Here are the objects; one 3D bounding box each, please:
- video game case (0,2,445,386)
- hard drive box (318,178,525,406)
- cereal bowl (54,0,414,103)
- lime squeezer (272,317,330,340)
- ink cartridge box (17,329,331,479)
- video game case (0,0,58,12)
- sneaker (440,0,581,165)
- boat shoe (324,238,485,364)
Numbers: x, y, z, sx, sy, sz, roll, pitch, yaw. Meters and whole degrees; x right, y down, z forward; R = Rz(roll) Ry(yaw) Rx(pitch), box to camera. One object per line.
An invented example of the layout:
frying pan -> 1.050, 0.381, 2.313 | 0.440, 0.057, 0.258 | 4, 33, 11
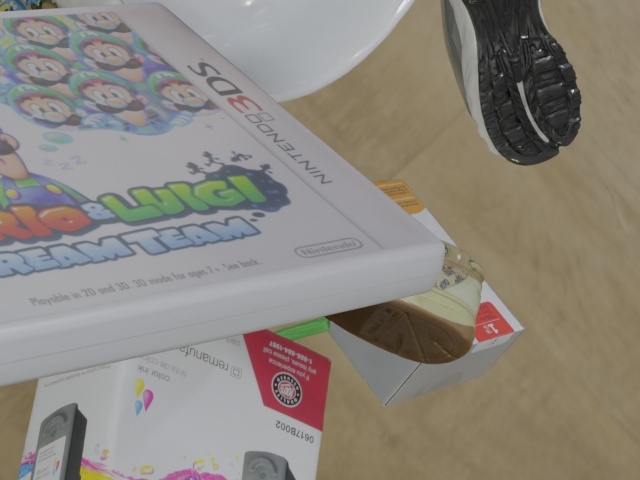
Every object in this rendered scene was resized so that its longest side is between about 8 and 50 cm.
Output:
video game case -> -0.070, -0.020, 0.423 | 0.143, 0.157, 0.019 | 43, 129, 37
hard drive box -> 0.080, 0.052, 1.803 | 0.232, 0.181, 0.089 | 52, 127, 21
cereal bowl -> -0.056, -0.253, 0.929 | 0.141, 0.339, 0.339 | 23, 107, 35
lime squeezer -> -0.116, 0.164, 1.656 | 0.110, 0.059, 0.310 | 39, 118, 5
ink cartridge box -> -0.124, 0.211, 1.352 | 0.226, 0.306, 0.131 | 27, 147, -37
video game case -> -0.159, -0.166, 1.400 | 0.036, 0.329, 0.300 | 18, 78, 40
sneaker -> 0.125, -0.194, 1.251 | 0.100, 0.108, 0.271 | -14, 111, -12
boat shoe -> 0.000, 0.000, 1.304 | 0.285, 0.089, 0.104 | 30, 146, -17
